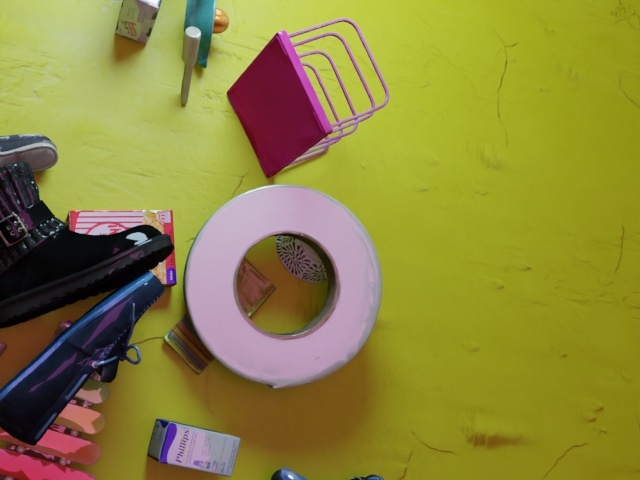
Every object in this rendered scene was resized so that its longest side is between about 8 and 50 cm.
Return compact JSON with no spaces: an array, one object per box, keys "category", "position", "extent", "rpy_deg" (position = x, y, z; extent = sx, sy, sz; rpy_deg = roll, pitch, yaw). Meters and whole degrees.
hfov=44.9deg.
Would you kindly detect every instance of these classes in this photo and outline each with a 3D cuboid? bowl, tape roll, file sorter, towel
[{"category":"bowl","position":[0.000,0.000,1.610],"extent":[0.170,0.080,0.170],"rpy_deg":[5,78,-23]},{"category":"tape roll","position":[-0.072,0.087,1.502],"extent":[0.391,0.072,0.392],"rpy_deg":[1,86,-15]},{"category":"file sorter","position":[-0.024,-0.284,1.544],"extent":[0.182,0.290,0.202],"rpy_deg":[-25,90,-28]},{"category":"towel","position":[-0.196,0.144,1.529],"extent":[0.102,0.021,0.237],"rpy_deg":[46,66,-9]}]

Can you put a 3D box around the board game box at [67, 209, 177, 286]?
[{"category":"board game box","position":[-0.374,0.018,1.464],"extent":[0.193,0.045,0.147],"rpy_deg":[-2,80,-23]}]

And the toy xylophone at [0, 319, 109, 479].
[{"category":"toy xylophone","position":[-0.485,0.297,1.340],"extent":[0.236,0.081,0.323],"rpy_deg":[15,73,-19]}]

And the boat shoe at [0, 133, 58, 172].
[{"category":"boat shoe","position":[-0.588,-0.155,1.413],"extent":[0.206,0.075,0.065],"rpy_deg":[-10,40,-19]}]

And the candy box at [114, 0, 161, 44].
[{"category":"candy box","position":[-0.336,-0.513,1.523],"extent":[0.070,0.165,0.196],"rpy_deg":[18,73,-17]}]

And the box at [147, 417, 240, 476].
[{"category":"box","position":[-0.232,0.375,1.408],"extent":[0.137,0.126,0.072],"rpy_deg":[18,74,-18]}]

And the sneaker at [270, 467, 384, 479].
[{"category":"sneaker","position":[0.047,0.519,1.515],"extent":[0.330,0.129,0.147],"rpy_deg":[32,54,-17]}]

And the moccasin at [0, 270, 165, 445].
[{"category":"moccasin","position":[-0.388,0.195,1.302],"extent":[0.342,0.137,0.117],"rpy_deg":[-42,101,-10]}]

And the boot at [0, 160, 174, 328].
[{"category":"boot","position":[-0.456,-0.025,1.346],"extent":[0.347,0.131,0.260],"rpy_deg":[-21,83,-8]}]

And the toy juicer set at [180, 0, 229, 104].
[{"category":"toy juicer set","position":[-0.221,-0.456,1.537],"extent":[0.089,0.209,0.329],"rpy_deg":[7,76,-13]}]
